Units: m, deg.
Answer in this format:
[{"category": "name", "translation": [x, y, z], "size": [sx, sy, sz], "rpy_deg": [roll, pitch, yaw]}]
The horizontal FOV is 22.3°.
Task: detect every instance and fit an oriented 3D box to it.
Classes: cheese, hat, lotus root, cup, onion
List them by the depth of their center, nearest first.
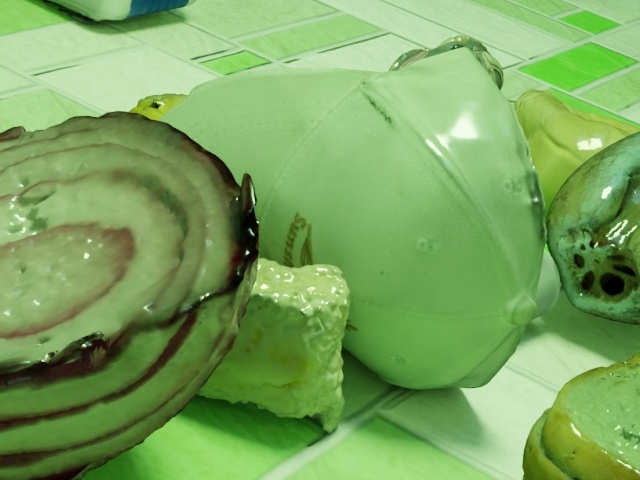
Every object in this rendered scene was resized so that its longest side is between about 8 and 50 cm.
[{"category": "onion", "translation": [-0.183, 0.039, 1.048], "size": [0.314, 0.146, 0.280], "rpy_deg": [-23, 36, -2]}, {"category": "hat", "translation": [0.004, -0.003, 1.197], "size": [0.301, 0.257, 0.168], "rpy_deg": [4, 30, -3]}, {"category": "cup", "translation": [0.132, 0.045, 1.369], "size": [0.104, 0.074, 0.116], "rpy_deg": [3, 18, 36]}, {"category": "lotus root", "translation": [0.323, -0.030, 1.465], "size": [0.158, 0.140, 0.322], "rpy_deg": [36, 43, 24]}, {"category": "cheese", "translation": [0.288, -0.071, 1.653], "size": [0.214, 0.117, 0.226], "rpy_deg": [16, 19, -14]}]

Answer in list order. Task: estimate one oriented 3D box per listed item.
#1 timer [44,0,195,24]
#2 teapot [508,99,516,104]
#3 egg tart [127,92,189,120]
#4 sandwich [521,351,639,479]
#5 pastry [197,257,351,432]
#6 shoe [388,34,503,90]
[{"category": "timer", "translation": [-0.280, -0.322, 1.893], "size": [0.253, 0.078, 0.178], "rpy_deg": [27, 29, 27]}, {"category": "teapot", "translation": [0.232, -0.125, 1.800], "size": [0.088, 0.057, 0.066], "rpy_deg": [15, 22, -9]}, {"category": "egg tart", "translation": [-0.088, -0.059, 1.417], "size": [0.279, 0.095, 0.279], "rpy_deg": [14, 25, -7]}, {"category": "sandwich", "translation": [0.291, 0.182, 1.126], "size": [0.249, 0.095, 0.273], "rpy_deg": [-15, 39, -43]}, {"category": "pastry", "translation": [-0.097, 0.044, 1.153], "size": [0.258, 0.121, 0.089], "rpy_deg": [19, 19, 9]}, {"category": "shoe", "translation": [0.156, -0.170, 1.812], "size": [0.180, 0.089, 0.092], "rpy_deg": [-13, 36, -43]}]
